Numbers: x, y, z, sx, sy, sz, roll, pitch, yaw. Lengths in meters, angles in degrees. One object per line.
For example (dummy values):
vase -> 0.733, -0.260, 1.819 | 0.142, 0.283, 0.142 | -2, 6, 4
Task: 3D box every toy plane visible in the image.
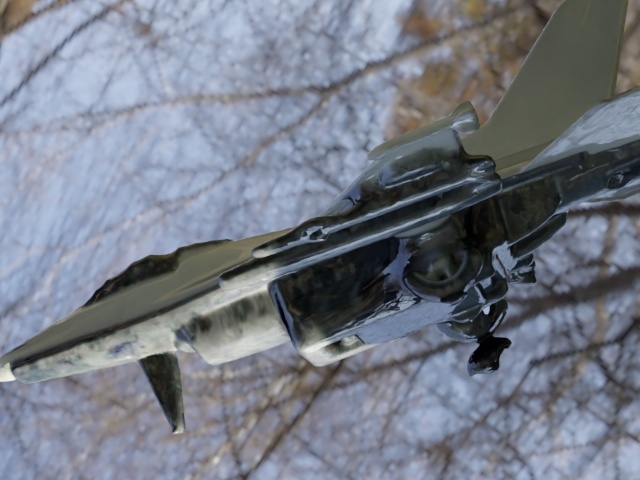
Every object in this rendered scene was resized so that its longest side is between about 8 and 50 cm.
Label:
toy plane -> 0.012, 0.011, 0.461 | 0.082, 0.234, 0.160 | 59, -176, 19
